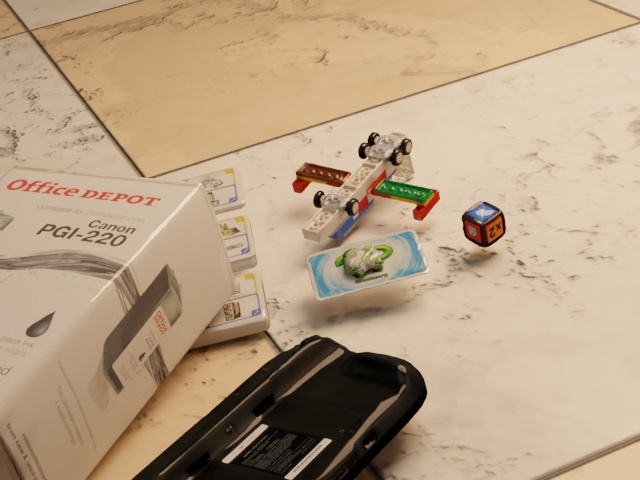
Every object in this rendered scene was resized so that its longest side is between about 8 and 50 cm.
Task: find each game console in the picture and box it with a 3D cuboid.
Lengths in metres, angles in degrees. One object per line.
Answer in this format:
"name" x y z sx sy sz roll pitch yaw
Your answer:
"game console" -0.065 0.156 0.585 0.213 0.044 0.361 14 37 35

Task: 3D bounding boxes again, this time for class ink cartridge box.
"ink cartridge box" -0.174 0.052 0.736 0.158 0.092 0.218 6 37 28

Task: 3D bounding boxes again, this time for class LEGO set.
"LEGO set" 0.000 0.000 0.866 0.244 0.060 0.182 -15 38 -1
